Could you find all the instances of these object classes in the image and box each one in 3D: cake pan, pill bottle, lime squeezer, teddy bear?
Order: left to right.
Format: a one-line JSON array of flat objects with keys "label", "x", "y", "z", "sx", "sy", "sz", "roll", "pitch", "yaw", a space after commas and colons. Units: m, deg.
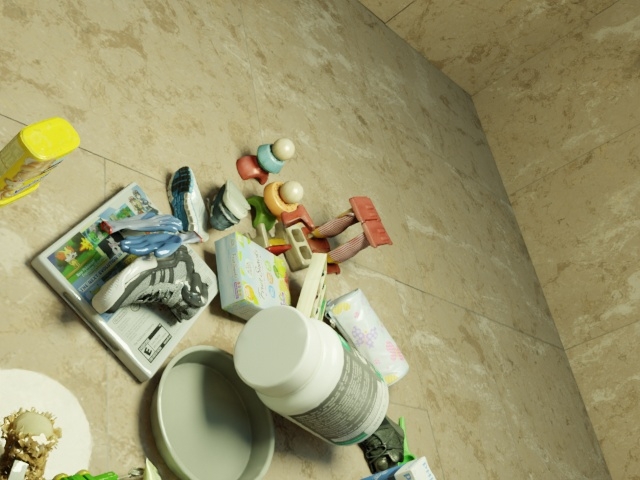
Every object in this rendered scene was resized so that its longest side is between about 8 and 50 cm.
[{"label": "teddy bear", "x": -0.443, "y": 0.378, "z": 0.925, "sx": 0.245, "sy": 0.113, "sz": 0.338, "roll": 2, "pitch": 58, "yaw": -50}, {"label": "cake pan", "x": -0.209, "y": 0.349, "z": 1.337, "sx": 0.293, "sy": 0.054, "sz": 0.293, "roll": 35, "pitch": 38, "yaw": -34}, {"label": "pill bottle", "x": -0.014, "y": 0.286, "z": 1.449, "sx": 0.361, "sy": 0.204, "sz": 0.204, "roll": 47, "pitch": 29, "yaw": -49}, {"label": "lime squeezer", "x": 0.242, "y": 0.598, "z": 1.768, "sx": 0.110, "sy": 0.059, "sz": 0.310, "roll": 15, "pitch": 51, "yaw": -49}]

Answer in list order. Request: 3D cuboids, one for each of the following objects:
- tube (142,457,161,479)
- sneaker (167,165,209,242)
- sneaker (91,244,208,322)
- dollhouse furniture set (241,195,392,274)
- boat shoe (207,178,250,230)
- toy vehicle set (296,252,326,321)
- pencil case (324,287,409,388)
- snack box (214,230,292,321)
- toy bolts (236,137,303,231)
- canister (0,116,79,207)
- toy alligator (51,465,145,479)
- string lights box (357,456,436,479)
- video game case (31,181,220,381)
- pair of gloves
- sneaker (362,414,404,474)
[{"label": "tube", "x": -0.270, "y": 0.486, "z": 1.126, "sx": 0.062, "sy": 0.070, "sz": 0.240, "roll": 17, "pitch": 51, "yaw": -38}, {"label": "sneaker", "x": -0.295, "y": -0.078, "z": 1.585, "sx": 0.083, "sy": 0.071, "sz": 0.191, "roll": 21, "pitch": 55, "yaw": -56}, {"label": "sneaker", "x": -0.301, "y": 0.098, "z": 1.305, "sx": 0.153, "sy": 0.101, "sz": 0.268, "roll": 52, "pitch": 29, "yaw": -6}, {"label": "dollhouse furniture set", "x": 0.000, "y": 0.000, "z": 1.798, "sx": 0.374, "sy": 0.201, "sz": 0.152, "roll": -8, "pitch": 70, "yaw": -58}, {"label": "boat shoe", "x": -0.218, "y": -0.077, "z": 1.640, "sx": 0.095, "sy": 0.079, "sz": 0.254, "roll": 49, "pitch": 6, "yaw": -18}, {"label": "toy vehicle set", "x": -0.024, "y": 0.177, "z": 1.673, "sx": 0.267, "sy": 0.035, "sz": 0.166, "roll": -74, "pitch": 167, "yaw": -50}, {"label": "pencil case", "x": 0.122, "y": 0.261, "z": 1.833, "sx": 0.273, "sy": 0.113, "sz": 0.124, "roll": 56, "pitch": 38, "yaw": -5}, {"label": "snack box", "x": -0.150, "y": 0.099, "z": 1.592, "sx": 0.207, "sy": 0.070, "sz": 0.174, "roll": 34, "pitch": 38, "yaw": -52}, {"label": "toy bolts", "x": -0.096, "y": -0.154, "z": 1.835, "sx": 0.218, "sy": 0.158, "sz": 0.228, "roll": 4, "pitch": 60, "yaw": -54}, {"label": "canister", "x": -0.514, "y": -0.137, "z": 1.208, "sx": 0.073, "sy": 0.170, "sz": 0.126, "roll": 54, "pitch": 31, "yaw": -7}, {"label": "toy alligator", "x": -0.360, "y": 0.395, "z": 1.088, "sx": 0.189, "sy": 0.056, "sz": 0.051, "roll": 12, "pitch": 95, "yaw": -51}, {"label": "string lights box", "x": 0.128, "y": 0.559, "z": 1.439, "sx": 0.076, "sy": 0.259, "sz": 0.133, "roll": -10, "pitch": 71, "yaw": -57}, {"label": "video game case", "x": -0.364, "y": 0.070, "z": 1.377, "sx": 0.300, "sy": 0.036, "sz": 0.329, "roll": 51, "pitch": 32, "yaw": -13}, {"label": "pair of gloves", "x": -0.320, "y": -0.011, "z": 1.320, "sx": 0.159, "sy": 0.023, "sz": 0.198, "roll": -9, "pitch": 27, "yaw": -33}, {"label": "sneaker", "x": 0.131, "y": 0.482, "z": 1.677, "sx": 0.227, "sy": 0.087, "sz": 0.130, "roll": 45, "pitch": 27, "yaw": -32}]
